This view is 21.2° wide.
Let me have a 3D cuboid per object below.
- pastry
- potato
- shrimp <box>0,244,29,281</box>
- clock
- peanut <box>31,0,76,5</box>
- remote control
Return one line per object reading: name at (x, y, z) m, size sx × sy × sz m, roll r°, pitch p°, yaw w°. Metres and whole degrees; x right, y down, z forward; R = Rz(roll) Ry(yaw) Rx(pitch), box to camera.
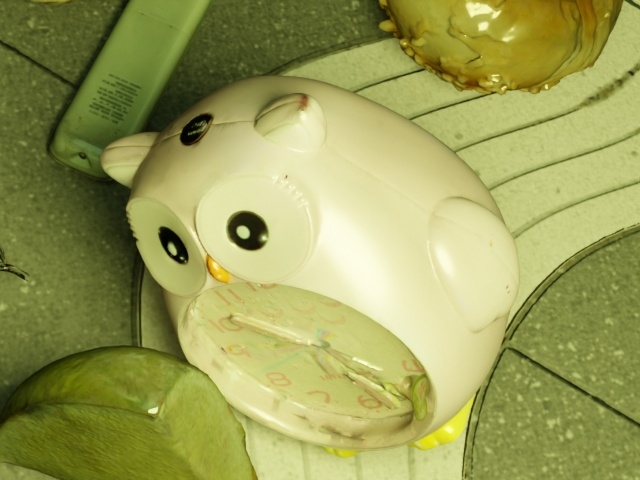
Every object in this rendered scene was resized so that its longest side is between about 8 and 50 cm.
pastry at (0.192, -0.284, 1.932) m, size 0.284 × 0.184 × 0.315 m, roll 48°, pitch 43°, yaw 7°
potato at (-0.159, 0.160, 1.588) m, size 0.269 × 0.255 × 0.112 m, roll 17°, pitch 63°, yaw -4°
shrimp at (-0.380, 0.002, 1.727) m, size 0.190 × 0.075 × 0.073 m, roll 19°, pitch 29°, yaw 4°
clock at (0.000, 0.000, 1.631) m, size 0.377 × 0.368 × 0.250 m, roll 49°, pitch 48°, yaw -33°
peanut at (-0.232, -0.387, 1.919) m, size 0.153 × 0.140 × 0.325 m, roll 27°, pitch 64°, yaw 22°
remote control at (-0.202, -0.200, 1.884) m, size 0.090 × 0.038 × 0.309 m, roll 23°, pitch 60°, yaw 1°
